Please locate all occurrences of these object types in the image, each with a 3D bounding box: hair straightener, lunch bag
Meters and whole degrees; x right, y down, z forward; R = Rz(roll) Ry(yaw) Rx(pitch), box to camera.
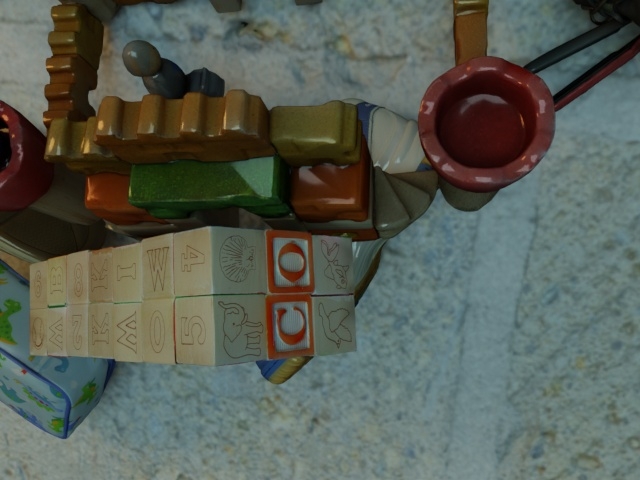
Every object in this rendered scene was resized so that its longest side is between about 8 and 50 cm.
[{"bbox_3d":[0.278,-0.213,0.536,0.230,0.047,0.089,-34,96,14],"label":"hair straightener"},{"bbox_3d":[-0.337,0.115,0.650,0.219,0.090,0.176,34,137,2],"label":"lunch bag"}]

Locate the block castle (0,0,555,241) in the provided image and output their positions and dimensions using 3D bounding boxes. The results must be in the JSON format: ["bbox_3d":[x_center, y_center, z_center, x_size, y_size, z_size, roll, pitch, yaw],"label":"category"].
[{"bbox_3d":[-0.069,-0.162,0.466,0.453,0.213,0.303,-1,80,10],"label":"block castle"}]

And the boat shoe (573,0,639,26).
[{"bbox_3d":[0.244,-0.223,0.498,0.073,0.080,0.224,-27,70,21],"label":"boat shoe"}]

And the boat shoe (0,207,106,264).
[{"bbox_3d":[-0.383,-0.070,0.643,0.341,0.122,0.110,36,140,0],"label":"boat shoe"}]

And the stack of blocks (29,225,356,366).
[{"bbox_3d":[-0.108,0.051,0.512,0.297,0.171,0.087,-8,82,45],"label":"stack of blocks"}]

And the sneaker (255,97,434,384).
[{"bbox_3d":[0.000,0.000,0.604,0.131,0.112,0.296,32,96,9],"label":"sneaker"}]
